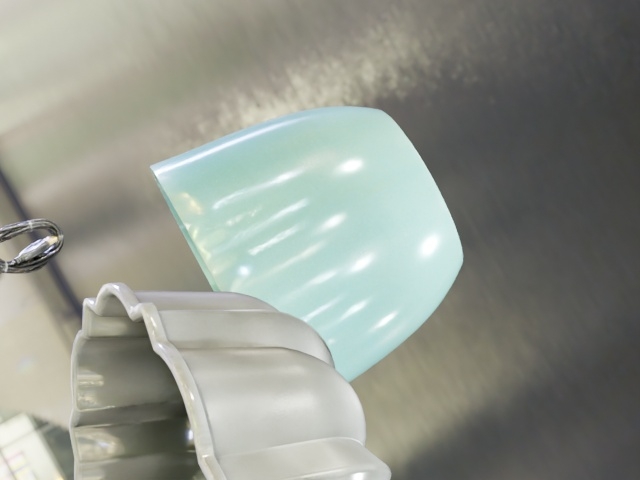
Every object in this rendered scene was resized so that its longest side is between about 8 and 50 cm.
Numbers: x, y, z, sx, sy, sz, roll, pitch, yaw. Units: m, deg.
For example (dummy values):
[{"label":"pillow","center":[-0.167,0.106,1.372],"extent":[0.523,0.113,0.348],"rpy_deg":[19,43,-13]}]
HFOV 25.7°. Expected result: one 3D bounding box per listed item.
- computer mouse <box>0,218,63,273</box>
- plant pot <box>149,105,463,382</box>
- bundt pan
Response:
[{"label":"computer mouse","center":[-0.329,0.052,1.310],"extent":[0.071,0.242,0.041],"rpy_deg":[49,146,-7]},{"label":"plant pot","center":[0.000,0.000,1.412],"extent":[0.293,0.235,0.293],"rpy_deg":[61,175,9]},{"label":"bundt pan","center":[-0.049,0.181,0.846],"extent":[0.331,0.124,0.330],"rpy_deg":[173,90,-67]}]
